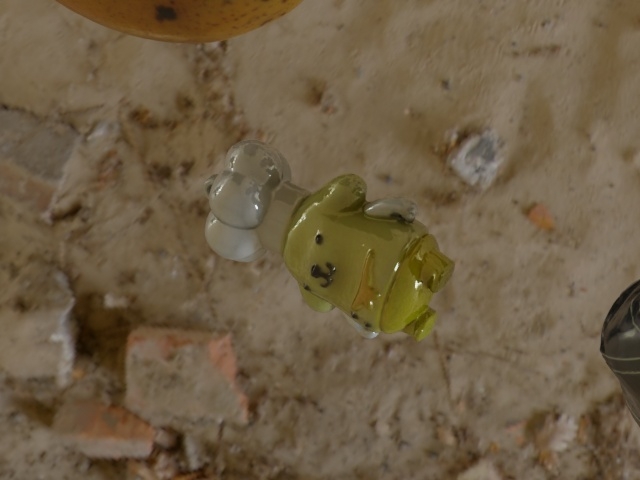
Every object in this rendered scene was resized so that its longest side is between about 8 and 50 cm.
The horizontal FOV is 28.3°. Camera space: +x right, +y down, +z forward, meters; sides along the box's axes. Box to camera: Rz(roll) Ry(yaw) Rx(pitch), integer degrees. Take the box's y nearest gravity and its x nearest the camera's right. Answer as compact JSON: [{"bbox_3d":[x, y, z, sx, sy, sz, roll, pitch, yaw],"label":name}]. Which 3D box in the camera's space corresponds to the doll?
[{"bbox_3d":[0.000,0.000,0.754,0.162,0.062,0.106,27,129,17],"label":"doll"}]

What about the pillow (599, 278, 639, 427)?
[{"bbox_3d":[0.235,0.081,0.650,0.161,0.092,0.335,10,165,22],"label":"pillow"}]

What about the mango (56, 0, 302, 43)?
[{"bbox_3d":[-0.136,-0.240,0.890,0.290,0.160,0.191,20,148,-24],"label":"mango"}]
